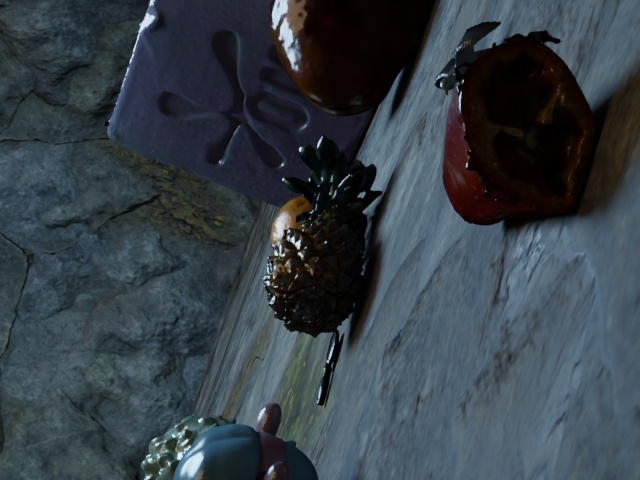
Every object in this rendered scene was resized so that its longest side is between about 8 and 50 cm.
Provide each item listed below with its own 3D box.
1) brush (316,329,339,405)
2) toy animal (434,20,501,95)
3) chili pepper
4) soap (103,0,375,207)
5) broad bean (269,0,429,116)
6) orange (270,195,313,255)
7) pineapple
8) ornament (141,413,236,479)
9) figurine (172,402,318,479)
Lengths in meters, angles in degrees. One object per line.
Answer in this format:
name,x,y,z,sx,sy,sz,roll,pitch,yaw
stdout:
brush,0.007,0.109,1.322,0.024,0.008,0.083,118,170,-45
toy animal,0.102,-0.120,1.105,0.084,0.028,0.050,123,167,-55
chili pepper,0.093,-0.038,0.803,0.169,0.065,0.088,103,160,-78
soap,-0.072,-0.201,1.768,0.107,0.285,0.296,-74,5,-55
broad bean,0.031,-0.242,1.580,0.122,0.156,0.228,27,-104,-69
orange,-0.007,-0.004,1.490,0.083,0.084,0.083,-160,90,-84
pineapple,-0.001,0.000,1.349,0.083,0.103,0.221,-28,26,26
ornament,-0.106,0.240,1.386,0.285,0.120,0.130,-115,47,-80
figurine,-0.066,0.253,1.052,0.205,0.103,0.260,-81,2,-71
